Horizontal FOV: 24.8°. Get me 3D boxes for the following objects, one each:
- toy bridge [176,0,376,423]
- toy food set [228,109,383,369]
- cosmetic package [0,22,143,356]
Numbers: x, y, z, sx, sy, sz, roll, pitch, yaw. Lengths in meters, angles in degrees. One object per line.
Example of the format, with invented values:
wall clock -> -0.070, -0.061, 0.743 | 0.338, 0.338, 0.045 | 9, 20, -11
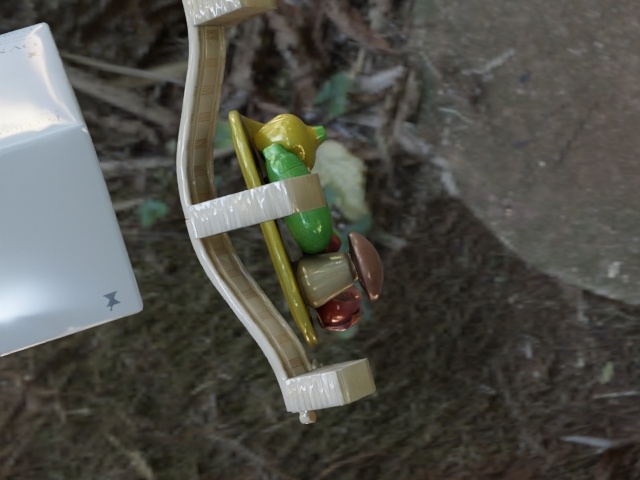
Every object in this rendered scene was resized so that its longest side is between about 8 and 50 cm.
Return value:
toy bridge -> -0.028, -0.013, 0.616 | 0.063, 0.026, 0.188 | -13, 91, 38
toy food set -> 0.000, 0.000, 1.040 | 0.071, 0.128, 0.218 | -19, 83, 1
cosmetic package -> -0.254, -0.022, 0.944 | 0.225, 0.224, 0.138 | -124, 17, -60
